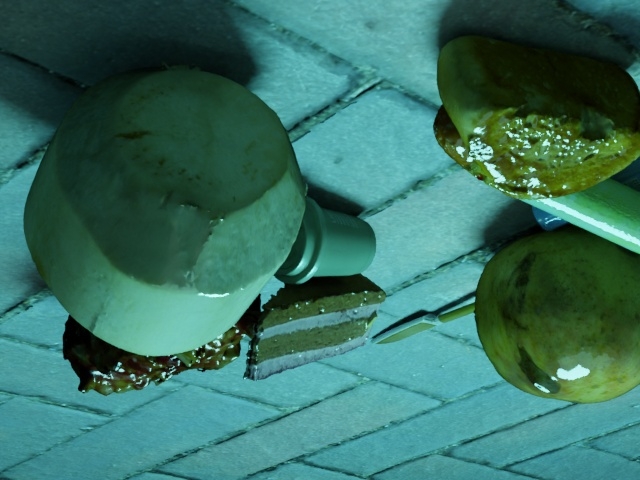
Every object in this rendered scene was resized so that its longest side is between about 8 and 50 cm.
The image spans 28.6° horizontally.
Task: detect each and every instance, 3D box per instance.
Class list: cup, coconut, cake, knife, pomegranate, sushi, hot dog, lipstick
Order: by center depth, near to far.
[{"bbox_3d":[-0.174,-0.031,1.401,0.323,0.323,0.323,-3,153,-2],"label":"coconut"},{"bbox_3d":[0.235,-0.132,1.424,0.256,0.150,0.153,8,140,-22],"label":"hot dog"},{"bbox_3d":[0.334,-0.051,1.567,0.304,0.076,0.076,24,146,-12],"label":"lipstick"},{"bbox_3d":[0.000,0.000,1.687,0.141,0.120,0.120,2,156,-43],"label":"cup"},{"bbox_3d":[-0.010,0.112,1.714,0.112,0.116,0.295,20,-159,24],"label":"cake"},{"bbox_3d":[0.361,0.102,1.768,0.281,0.281,0.281,-3,153,-2],"label":"pomegranate"},{"bbox_3d":[-0.211,0.111,1.786,0.343,0.182,0.196,-22,155,36],"label":"sushi"},{"bbox_3d":[0.176,0.130,2.044,0.046,0.022,0.256,11,154,-41],"label":"knife"}]

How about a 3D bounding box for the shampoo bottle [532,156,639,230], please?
[{"bbox_3d":[0.396,-0.078,1.627,0.258,0.061,0.104,-23,141,32],"label":"shampoo bottle"}]
